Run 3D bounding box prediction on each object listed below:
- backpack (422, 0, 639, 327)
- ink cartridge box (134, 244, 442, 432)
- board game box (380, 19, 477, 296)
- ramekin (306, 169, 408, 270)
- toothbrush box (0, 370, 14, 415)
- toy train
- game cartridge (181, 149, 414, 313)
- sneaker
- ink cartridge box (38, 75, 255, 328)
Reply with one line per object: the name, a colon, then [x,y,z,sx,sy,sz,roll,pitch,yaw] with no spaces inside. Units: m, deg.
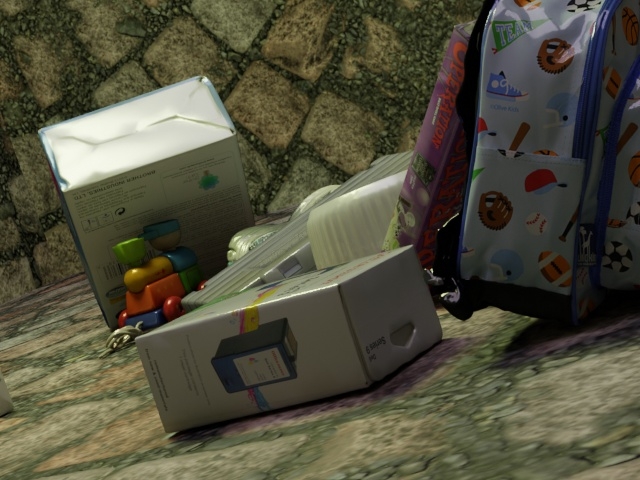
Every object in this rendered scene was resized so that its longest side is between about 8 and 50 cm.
backpack: [0.209,-0.080,1.208,0.213,0.263,0.276,0,12,20]
ink cartridge box: [-0.024,0.083,1.287,0.212,0.093,0.154,-14,6,31]
board game box: [0.173,-0.087,1.475,0.208,0.056,0.346,-18,-36,-30]
ramekin: [0.083,-0.013,1.709,0.207,0.109,0.207,-22,-1,-1]
toothbrush box: [-0.508,0.152,1.704,0.122,0.206,0.283,-17,6,32]
toy train: [-0.254,0.061,2.115,0.105,0.143,0.248,-17,5,32]
game cartridge: [0.000,0.000,1.933,0.355,0.068,0.230,-36,14,-16]
sneaker: [0.003,0.002,2.203,0.122,0.110,0.283,5,27,45]
ink cartridge box: [-0.246,-0.032,2.313,0.270,0.395,0.151,-19,49,-8]
